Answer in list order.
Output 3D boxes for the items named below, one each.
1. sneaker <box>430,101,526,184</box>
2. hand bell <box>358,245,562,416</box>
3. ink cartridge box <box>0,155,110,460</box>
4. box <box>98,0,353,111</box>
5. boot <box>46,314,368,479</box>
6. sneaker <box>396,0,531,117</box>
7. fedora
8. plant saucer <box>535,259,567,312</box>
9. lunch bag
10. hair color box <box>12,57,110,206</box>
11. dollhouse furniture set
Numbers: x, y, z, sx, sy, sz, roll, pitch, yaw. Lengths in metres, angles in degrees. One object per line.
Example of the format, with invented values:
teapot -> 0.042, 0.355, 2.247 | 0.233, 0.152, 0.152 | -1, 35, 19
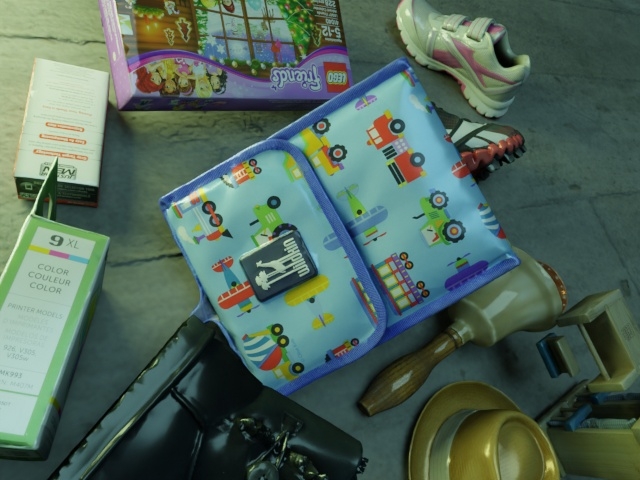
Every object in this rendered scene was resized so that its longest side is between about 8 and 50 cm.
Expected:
sneaker -> 0.174, -0.132, 0.682 | 0.276, 0.097, 0.135 | -22, 78, -32
hand bell -> 0.140, 0.115, 0.551 | 0.242, 0.126, 0.126 | -33, 82, -23
ink cartridge box -> -0.212, 0.054, 0.387 | 0.062, 0.109, 0.209 | 16, 58, -19
box -> -0.099, -0.256, 0.579 | 0.293, 0.057, 0.201 | -12, 93, -37
boot -> -0.094, 0.208, 0.374 | 0.207, 0.094, 0.246 | 42, 60, -6
sneaker -> 0.239, -0.321, 0.804 | 0.252, 0.111, 0.103 | 37, 54, -5
fedora -> 0.182, 0.236, 0.507 | 0.194, 0.079, 0.194 | 11, 61, -21
plant saucer -> 0.311, 0.068, 0.699 | 0.083, 0.013, 0.083 | 11, 61, -20
lunch bag -> 0.000, 0.000, 0.497 | 0.293, 0.138, 0.221 | -30, 90, -7
hair color box -> -0.251, -0.107, 0.491 | 0.072, 0.043, 0.141 | 6, 61, -24
dollhouse furniture set -> 0.318, 0.155, 0.569 | 0.129, 0.129, 0.184 | -20, 84, -34
